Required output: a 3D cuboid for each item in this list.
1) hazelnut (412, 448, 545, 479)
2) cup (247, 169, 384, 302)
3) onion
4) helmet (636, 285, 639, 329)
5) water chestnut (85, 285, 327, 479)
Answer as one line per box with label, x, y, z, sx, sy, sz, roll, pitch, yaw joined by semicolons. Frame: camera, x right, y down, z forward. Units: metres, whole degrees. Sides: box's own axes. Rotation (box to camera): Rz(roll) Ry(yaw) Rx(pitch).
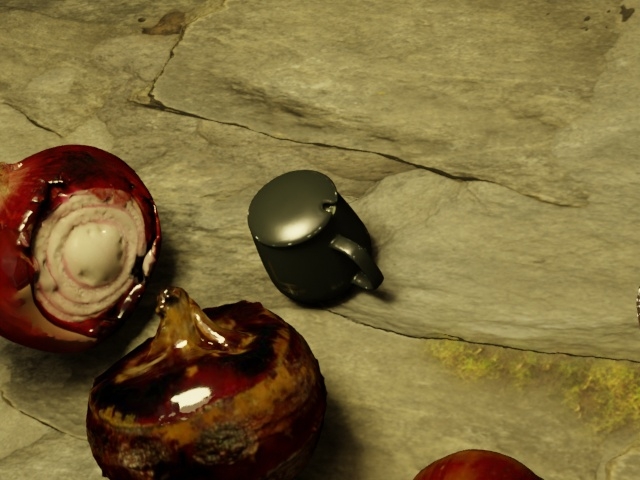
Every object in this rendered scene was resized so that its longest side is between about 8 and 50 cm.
hazelnut;0.208;0.352;1.645;0.202;0.160;0.170;31;82;0
cup;0.000;0.000;1.988;0.223;0.176;0.169;25;65;38
onion;-0.417;0.011;2.103;0.341;0.341;0.341;-13;50;16
helmet;0.567;0.113;1.617;0.338;0.197;0.270;1;64;17
water chestnut;-0.167;0.204;1.795;0.351;0.302;0.350;-16;24;7
